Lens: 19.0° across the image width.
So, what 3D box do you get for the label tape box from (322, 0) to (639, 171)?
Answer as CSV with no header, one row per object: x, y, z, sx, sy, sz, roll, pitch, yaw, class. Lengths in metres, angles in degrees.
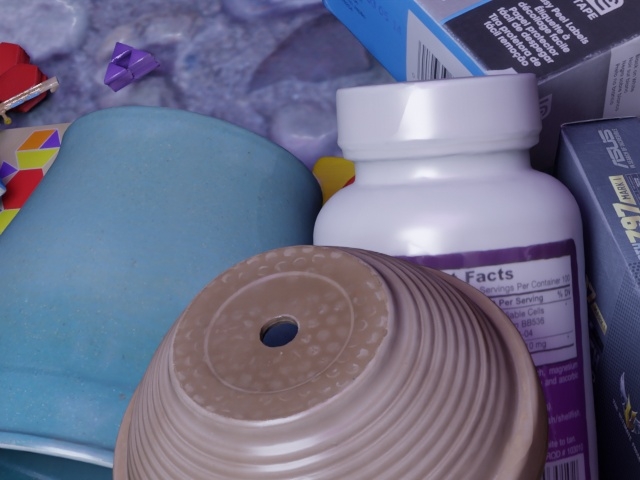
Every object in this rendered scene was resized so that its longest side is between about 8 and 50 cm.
0.201,-0.203,1.402,0.334,0.106,0.240,-25,53,-19,label tape box

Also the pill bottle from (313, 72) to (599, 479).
0.082,0.050,1.185,0.169,0.169,0.301,-4,94,14,pill bottle

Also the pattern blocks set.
-0.224,-0.022,1.477,0.285,0.026,0.325,4,57,33,pattern blocks set

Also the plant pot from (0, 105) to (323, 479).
-0.111,0.061,1.247,0.272,0.271,0.255,5,67,19,plant pot

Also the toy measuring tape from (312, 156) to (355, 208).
0.000,0.000,1.379,0.330,0.121,0.121,5,59,29,toy measuring tape

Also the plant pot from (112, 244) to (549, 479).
-0.008,0.082,1.001,0.237,0.109,0.237,-11,46,12,plant pot

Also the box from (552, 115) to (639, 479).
0.198,0.063,1.208,0.059,0.183,0.232,-7,46,-11,box

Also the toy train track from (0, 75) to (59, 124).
-0.245,-0.106,1.530,0.083,0.014,0.048,-27,38,1,toy train track

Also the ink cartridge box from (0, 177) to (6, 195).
-0.351,-0.076,1.510,0.134,0.078,0.231,-43,44,6,ink cartridge box

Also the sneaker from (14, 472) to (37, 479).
-0.326,0.166,1.351,0.262,0.121,0.099,3,59,17,sneaker
